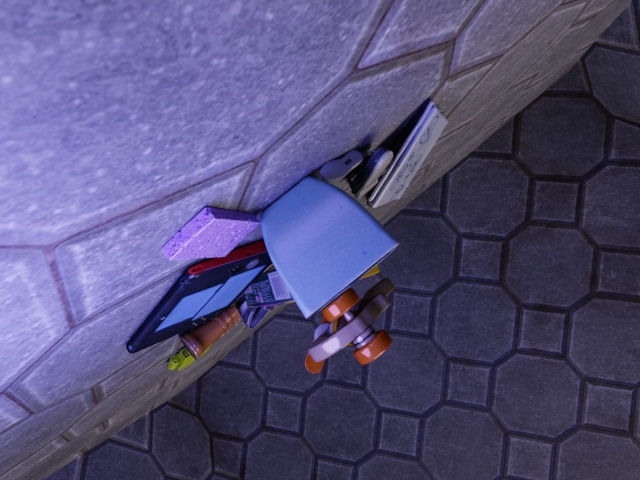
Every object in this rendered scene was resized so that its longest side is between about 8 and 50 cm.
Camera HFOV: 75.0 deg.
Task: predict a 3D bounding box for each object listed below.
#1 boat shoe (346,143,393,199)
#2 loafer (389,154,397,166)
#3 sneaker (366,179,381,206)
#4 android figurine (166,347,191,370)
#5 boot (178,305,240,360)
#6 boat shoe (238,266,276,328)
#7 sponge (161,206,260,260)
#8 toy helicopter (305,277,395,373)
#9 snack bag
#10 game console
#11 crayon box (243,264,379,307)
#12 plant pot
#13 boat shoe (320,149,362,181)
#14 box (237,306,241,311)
[{"bbox_3d":[0.121,-0.187,1.100,0.095,0.079,0.254,-40,174,-10],"label":"boat shoe"},{"bbox_3d":[0.277,-0.267,1.435,0.050,0.056,0.148,-40,178,-22],"label":"loafer"},{"bbox_3d":[0.230,-0.174,1.630,0.106,0.078,0.234,-41,174,-4],"label":"sneaker"},{"bbox_3d":[-0.556,0.484,1.831,0.248,0.056,0.273,-32,168,-42],"label":"android figurine"},{"bbox_3d":[-0.390,0.331,1.536,0.220,0.109,0.283,-35,173,-14],"label":"boot"},{"bbox_3d":[-0.210,0.224,1.622,0.108,0.102,0.301,18,119,-49],"label":"boat shoe"},{"bbox_3d":[-0.203,-0.011,0.810,0.117,0.031,0.210,-41,172,11],"label":"sponge"},{"bbox_3d":[0.083,0.185,0.999,0.235,0.140,0.355,-42,174,33],"label":"toy helicopter"},{"bbox_3d":[0.279,-0.254,1.272,0.323,0.037,0.342,-60,165,21],"label":"snack bag"},{"bbox_3d":[-0.305,0.148,1.127,0.386,0.060,0.342,-45,170,31],"label":"game console"},{"bbox_3d":[-0.044,0.115,1.332,0.312,0.106,0.362,-16,178,-31],"label":"crayon box"},{"bbox_3d":[0.000,0.000,0.975,0.247,0.252,0.247,-38,171,-1],"label":"plant pot"},{"bbox_3d":[0.048,-0.169,0.988,0.142,0.049,0.040,-35,172,-36],"label":"boat shoe"},{"bbox_3d":[-0.260,0.280,1.806,0.201,0.021,0.164,-12,172,-15],"label":"box"}]
